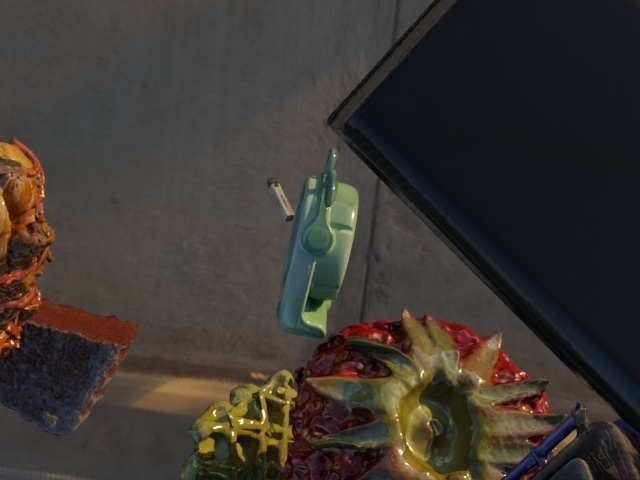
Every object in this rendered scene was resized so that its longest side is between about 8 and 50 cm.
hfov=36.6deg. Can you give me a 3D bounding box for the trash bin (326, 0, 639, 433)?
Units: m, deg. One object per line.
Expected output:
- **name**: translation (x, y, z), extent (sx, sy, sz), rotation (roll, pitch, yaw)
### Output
- **trash bin**: translation (0.136, -0.038, 0.502), extent (0.225, 0.115, 0.165), rotation (42, 94, -9)

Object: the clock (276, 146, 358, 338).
- **clock**: translation (-0.001, 0.000, 1.037), extent (0.060, 0.148, 0.188), rotation (12, 120, -4)

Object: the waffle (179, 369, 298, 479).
- **waffle**: translation (-0.065, 0.328, 1.137), extent (0.073, 0.297, 0.317), rotation (-8, 112, 37)

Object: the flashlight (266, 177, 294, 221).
- **flashlight**: translation (-0.066, -0.067, 1.577), extent (0.018, 0.018, 0.083), rotation (-6, 53, -29)

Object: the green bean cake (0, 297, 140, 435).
- **green bean cake**: translation (-0.422, 0.166, 1.474), extent (0.233, 0.097, 0.198), rotation (29, 98, -2)

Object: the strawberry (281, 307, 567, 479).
- **strawberry**: translation (0.083, 0.226, 1.018), extent (0.292, 0.343, 0.292), rotation (4, 68, -11)

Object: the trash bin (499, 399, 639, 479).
- **trash bin**: translation (0.229, 0.232, 0.623), extent (0.234, 0.184, 0.162), rotation (26, 120, -21)

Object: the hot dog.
- **hot dog**: translation (-0.365, 0.042, 1.083), extent (0.117, 0.158, 0.349), rotation (14, 134, -17)
